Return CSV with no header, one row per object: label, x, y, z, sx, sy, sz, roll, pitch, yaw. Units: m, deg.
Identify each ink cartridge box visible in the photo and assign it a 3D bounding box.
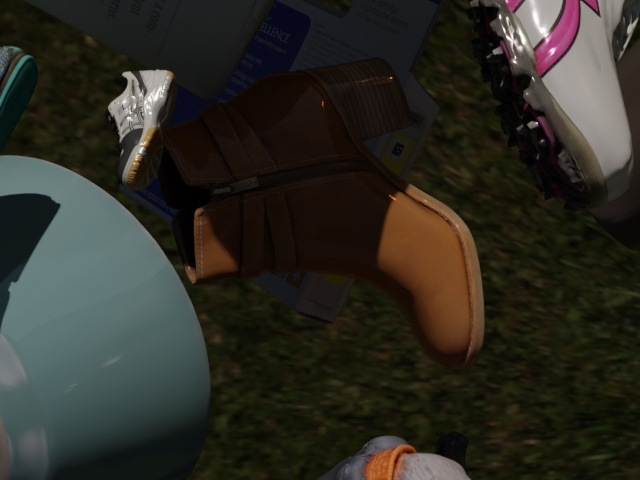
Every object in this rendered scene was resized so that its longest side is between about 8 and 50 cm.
ink cartridge box,-0.029,-0.121,1.688,0.303,0.072,0.307,33,96,45

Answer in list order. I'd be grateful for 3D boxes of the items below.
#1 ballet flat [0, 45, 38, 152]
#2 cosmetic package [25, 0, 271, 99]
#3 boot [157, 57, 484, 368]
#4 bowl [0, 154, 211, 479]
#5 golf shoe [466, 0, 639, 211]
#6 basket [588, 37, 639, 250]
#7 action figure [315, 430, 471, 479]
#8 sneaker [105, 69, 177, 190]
ballet flat,-0.249,-0.057,1.195,0.070,0.070,0.188,-2,46,22
cosmetic package,-0.148,-0.389,1.369,0.394,0.329,0.327,29,57,-3
boot,0.000,0.000,1.442,0.109,0.220,0.283,-16,94,64
bowl,-0.254,0.105,1.355,0.311,0.163,0.311,13,116,28
golf shoe,0.094,-0.097,0.676,0.086,0.067,0.186,-15,59,2
basket,0.316,-0.108,1.489,0.227,0.154,0.204,-38,67,21
action figure,0.004,0.289,1.477,0.178,0.341,0.330,39,123,-23
sneaker,-0.110,-0.064,1.040,0.037,0.032,0.083,7,55,9
